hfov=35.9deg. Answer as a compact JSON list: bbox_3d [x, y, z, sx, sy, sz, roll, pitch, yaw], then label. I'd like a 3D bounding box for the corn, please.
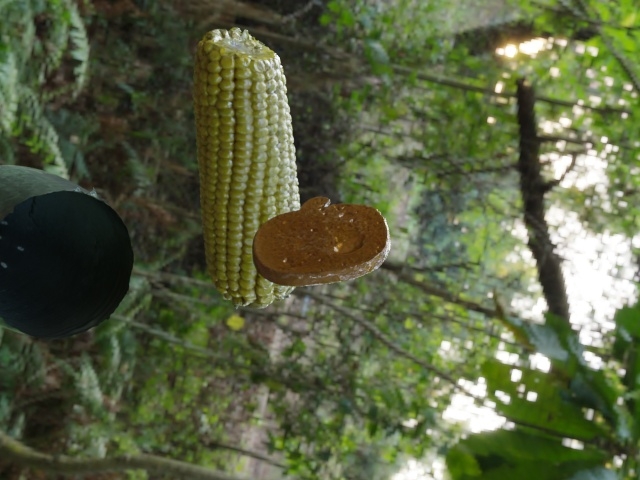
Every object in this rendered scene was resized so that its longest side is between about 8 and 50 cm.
[{"bbox_3d":[-0.095,-0.084,1.320,0.144,0.144,0.387,-79,168,-65],"label":"corn"}]

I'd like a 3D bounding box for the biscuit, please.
[{"bbox_3d":[0.000,0.000,0.651,0.078,0.091,0.015,-97,180,-49],"label":"biscuit"}]

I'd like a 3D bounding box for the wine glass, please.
[{"bbox_3d":[-0.136,-0.004,0.399,0.198,0.066,0.066,15,-87,54],"label":"wine glass"}]
